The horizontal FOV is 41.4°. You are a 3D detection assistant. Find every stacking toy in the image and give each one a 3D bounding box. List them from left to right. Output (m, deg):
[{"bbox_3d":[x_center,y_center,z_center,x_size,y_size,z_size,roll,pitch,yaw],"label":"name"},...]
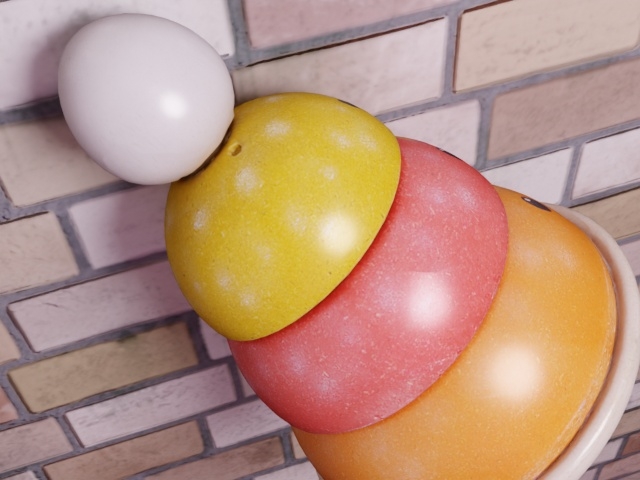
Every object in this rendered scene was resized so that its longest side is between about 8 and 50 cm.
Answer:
[{"bbox_3d":[0.000,0.000,0.676,0.350,0.351,0.480,-38,123,18],"label":"stacking toy"}]
